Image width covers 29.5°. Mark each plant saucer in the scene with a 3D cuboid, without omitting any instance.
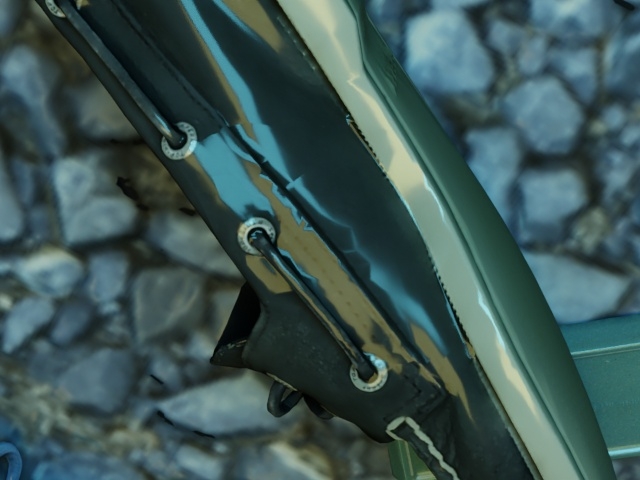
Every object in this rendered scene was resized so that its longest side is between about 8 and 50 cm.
[{"bbox_3d":[0.120,0.066,0.514,0.192,0.018,0.067,-9,113,7],"label":"plant saucer"}]

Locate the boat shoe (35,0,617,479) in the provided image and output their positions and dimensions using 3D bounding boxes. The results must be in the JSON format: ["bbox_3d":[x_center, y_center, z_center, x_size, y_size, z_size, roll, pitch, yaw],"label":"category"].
[{"bbox_3d":[-0.001,0.001,0.432,0.113,0.127,0.340,-27,108,15],"label":"boat shoe"}]

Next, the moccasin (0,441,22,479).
[{"bbox_3d":[-0.129,0.183,0.528,0.342,0.116,0.138,38,122,-18],"label":"moccasin"}]
